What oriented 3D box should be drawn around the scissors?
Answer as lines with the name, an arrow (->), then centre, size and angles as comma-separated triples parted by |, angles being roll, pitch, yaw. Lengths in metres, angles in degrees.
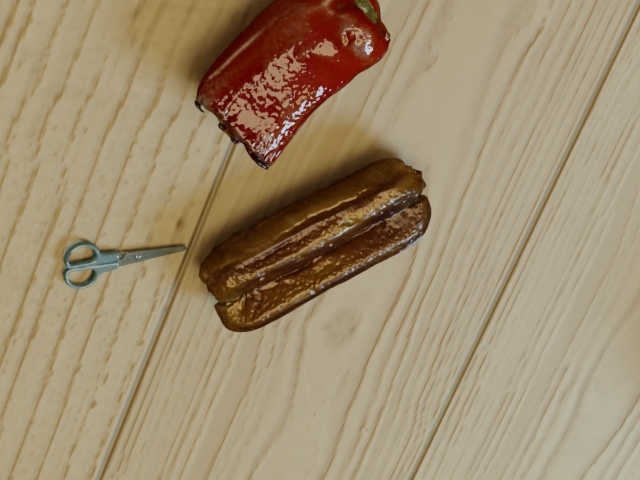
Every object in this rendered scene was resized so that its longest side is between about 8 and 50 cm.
scissors -> -0.125, 0.012, 1.256 | 0.083, 0.006, 0.036 | -9, 127, -21

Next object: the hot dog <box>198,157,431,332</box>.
hot dog -> 0.000, 0.000, 1.284 | 0.165, 0.045, 0.071 | -29, 128, -6

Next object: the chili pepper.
chili pepper -> -0.013, -0.109, 1.191 | 0.123, 0.073, 0.070 | -42, 172, 8
